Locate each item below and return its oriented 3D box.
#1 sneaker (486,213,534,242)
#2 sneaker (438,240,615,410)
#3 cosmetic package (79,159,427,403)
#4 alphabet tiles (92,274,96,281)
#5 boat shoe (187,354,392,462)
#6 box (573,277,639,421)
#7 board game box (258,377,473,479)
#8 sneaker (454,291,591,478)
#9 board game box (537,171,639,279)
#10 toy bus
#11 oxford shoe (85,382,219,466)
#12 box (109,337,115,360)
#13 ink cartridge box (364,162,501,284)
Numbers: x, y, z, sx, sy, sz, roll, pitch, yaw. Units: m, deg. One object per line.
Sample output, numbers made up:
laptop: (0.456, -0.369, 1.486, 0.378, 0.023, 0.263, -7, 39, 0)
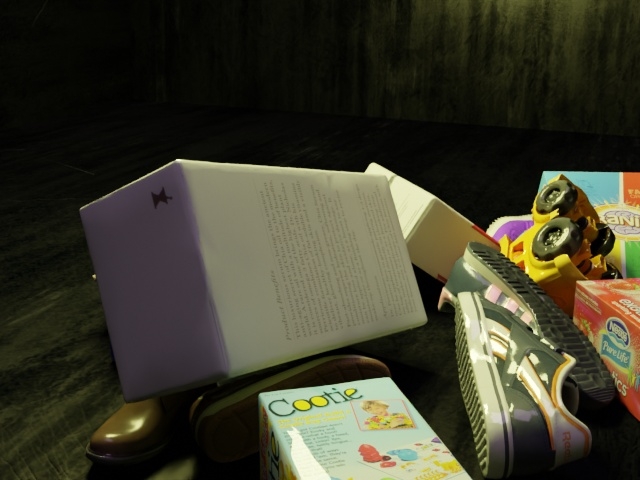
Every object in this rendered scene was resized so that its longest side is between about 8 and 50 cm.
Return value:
sneaker: (0.421, 0.011, 1.593, 0.146, 0.102, 0.293, 17, 24, 40)
sneaker: (0.280, 0.143, 1.199, 0.112, 0.131, 0.319, 13, 29, -35)
cosmetic package: (-0.056, 0.040, 1.066, 0.161, 0.230, 0.453, -20, -9, 31)
alphabet tiles: (-0.175, 0.013, 1.353, 0.342, 0.011, 0.285, -21, -13, 0)
boat shoe: (-0.039, 0.186, 1.035, 0.257, 0.095, 0.095, -9, 14, -27)
box: (0.447, 0.147, 1.128, 0.128, 0.123, 0.257, -2, 18, -10)
board game box: (0.043, 0.251, 0.746, 0.144, 0.142, 0.275, -4, 19, -15)
sneaker: (0.240, 0.171, 1.048, 0.127, 0.126, 0.321, -3, 28, 2)
board game box: (0.533, 0.000, 1.495, 0.242, 0.064, 0.317, 0, 42, -1)
toy bus: (0.352, 0.033, 1.361, 0.211, 0.149, 0.220, -32, 31, 35)
oxford shoe: (-0.200, 0.189, 1.013, 0.082, 0.096, 0.227, 10, 21, 21)
box: (-0.231, 0.105, 1.223, 0.137, 0.126, 0.072, 0, 19, 0)
ink cartridge box: (0.182, -0.019, 1.517, 0.197, 0.114, 0.273, 33, 5, -25)
